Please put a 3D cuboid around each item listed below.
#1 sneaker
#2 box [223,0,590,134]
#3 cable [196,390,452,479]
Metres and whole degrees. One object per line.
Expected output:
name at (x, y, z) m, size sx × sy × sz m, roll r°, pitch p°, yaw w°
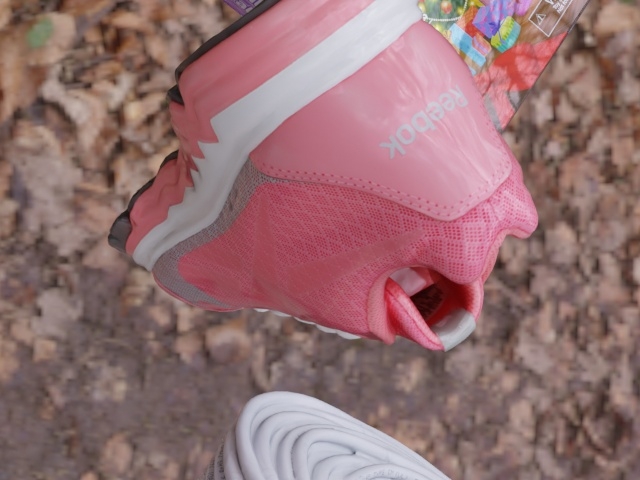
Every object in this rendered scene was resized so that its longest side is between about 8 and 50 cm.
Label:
sneaker at (0.000, 0.000, 0.638) m, size 0.116 × 0.314 × 0.136 m, roll -38°, pitch 85°, yaw -16°
box at (0.079, -0.210, 0.866) m, size 0.201 × 0.057 × 0.293 m, roll 37°, pitch 75°, yaw -13°
cable at (0.038, 0.196, 0.850) m, size 0.257 × 0.257 × 0.089 m, roll 27°, pitch 109°, yaw -35°
